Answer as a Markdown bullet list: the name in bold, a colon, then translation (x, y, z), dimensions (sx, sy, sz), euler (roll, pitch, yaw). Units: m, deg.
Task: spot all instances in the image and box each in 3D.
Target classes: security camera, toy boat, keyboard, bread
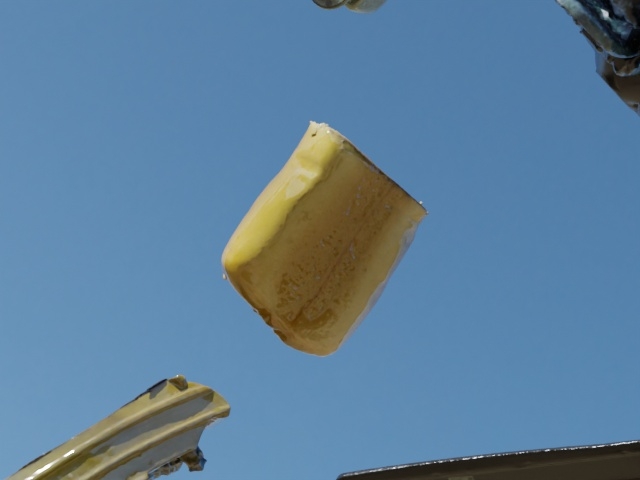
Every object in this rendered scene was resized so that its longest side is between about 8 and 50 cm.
- **security camera**: translation (0.033, -0.243, 1.542), dimensions (0.058, 0.058, 0.092), euler (2, -1, 31)
- **toy boat**: translation (-0.198, 0.223, 1.302), dimensions (0.115, 0.310, 0.089), euler (57, -27, 4)
- **keyboard**: translation (0.100, 0.185, 1.114), dimensions (0.381, 0.041, 0.103), euler (-13, -47, 11)
- **bread**: translation (-0.001, -0.001, 1.318), dimensions (0.134, 0.173, 0.085), euler (41, -10, -22)

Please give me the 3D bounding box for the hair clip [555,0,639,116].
- **hair clip**: translation (0.268, -0.205, 1.180), dimensions (0.310, 0.206, 0.194), euler (55, 13, 24)
